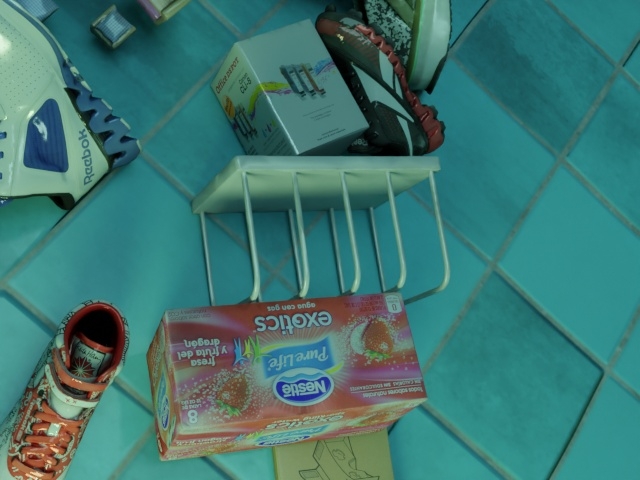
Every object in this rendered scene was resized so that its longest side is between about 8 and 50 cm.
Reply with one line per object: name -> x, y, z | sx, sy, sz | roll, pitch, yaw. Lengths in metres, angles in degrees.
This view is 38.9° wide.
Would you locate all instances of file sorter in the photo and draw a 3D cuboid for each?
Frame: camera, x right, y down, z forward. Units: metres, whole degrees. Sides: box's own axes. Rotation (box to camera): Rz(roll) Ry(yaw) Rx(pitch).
file sorter -> 0.000, 0.000, 1.168 | 0.278, 0.193, 0.173 | -2, 76, -25

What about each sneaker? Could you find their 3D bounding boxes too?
sneaker -> -0.291, 0.188, 0.986 | 0.090, 0.145, 0.270 | 27, 59, -12
sneaker -> 0.094, -0.423, 1.345 | 0.182, 0.158, 0.410 | -2, 91, -9
sneaker -> -0.363, -0.142, 1.052 | 0.182, 0.127, 0.315 | -55, 129, -20
sneaker -> 0.068, -0.199, 1.285 | 0.135, 0.098, 0.276 | -51, 122, -20

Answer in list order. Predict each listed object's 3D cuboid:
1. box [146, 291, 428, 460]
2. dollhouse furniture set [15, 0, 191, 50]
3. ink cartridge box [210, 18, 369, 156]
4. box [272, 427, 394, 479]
box -> -0.046, 0.163, 1.093 | 0.300, 0.154, 0.142 | -3, 65, -22
dollhouse furniture set -> -0.347, -0.321, 1.085 | 0.303, 0.198, 0.286 | -44, 105, -14
ink cartridge box -> -0.046, -0.188, 1.246 | 0.127, 0.128, 0.176 | -24, 82, -29
box -> 0.020, 0.304, 1.166 | 0.164, 0.021, 0.201 | 0, 72, -24
